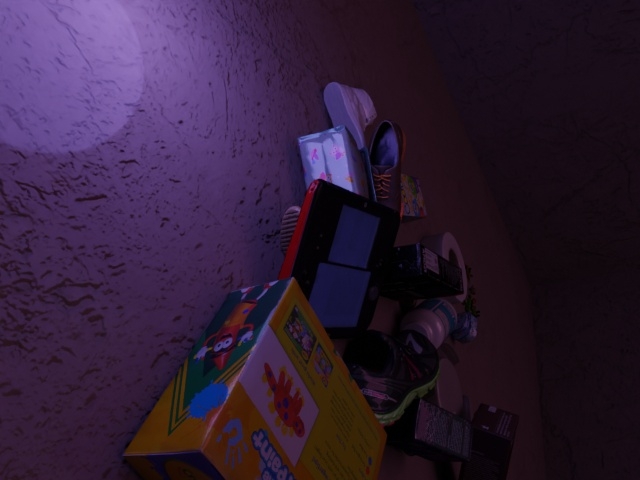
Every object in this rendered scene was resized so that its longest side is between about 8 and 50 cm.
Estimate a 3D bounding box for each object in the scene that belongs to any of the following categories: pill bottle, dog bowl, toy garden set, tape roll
[{"bbox_3d":[0.349,0.281,1.728,0.264,0.146,0.146,-14,90,-61],"label":"pill bottle"},{"bbox_3d":[0.399,0.521,1.755,0.349,0.102,0.348,32,51,-51],"label":"dog bowl"},{"bbox_3d":[0.708,0.248,2.478,0.244,0.049,0.203,62,32,-23],"label":"toy garden set"},{"bbox_3d":[0.494,0.114,2.106,0.286,0.100,0.286,34,49,-51],"label":"tape roll"}]

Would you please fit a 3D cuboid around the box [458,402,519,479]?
[{"bbox_3d":[0.536,0.756,1.718,0.191,0.143,0.381,-15,113,-61],"label":"box"}]

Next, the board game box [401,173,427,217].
[{"bbox_3d":[0.218,-0.128,1.679,0.275,0.144,0.142,-2,79,-62],"label":"board game box"}]

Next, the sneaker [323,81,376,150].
[{"bbox_3d":[0.122,-0.339,1.614,0.169,0.108,0.292,-11,86,-47],"label":"sneaker"}]

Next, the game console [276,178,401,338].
[{"bbox_3d":[0.050,0.062,1.215,0.387,0.060,0.341,14,96,-55],"label":"game console"}]

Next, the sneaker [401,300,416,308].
[{"bbox_3d":[0.297,0.142,1.802,0.071,0.066,0.188,53,38,-65],"label":"sneaker"}]

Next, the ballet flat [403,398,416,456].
[{"bbox_3d":[0.266,0.524,1.560,0.068,0.072,0.213,86,4,-71],"label":"ballet flat"}]

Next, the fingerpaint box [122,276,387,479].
[{"bbox_3d":[-0.071,0.358,0.932,0.444,0.163,0.371,61,31,-25],"label":"fingerpaint box"}]

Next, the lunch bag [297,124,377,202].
[{"bbox_3d":[0.059,-0.152,1.401,0.262,0.160,0.223,28,51,-69],"label":"lunch bag"}]

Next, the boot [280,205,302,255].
[{"bbox_3d":[0.000,0.000,1.281,0.207,0.090,0.248,-44,128,-50],"label":"boot"}]

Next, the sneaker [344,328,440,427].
[{"bbox_3d":[0.187,0.318,1.388,0.483,0.185,0.202,-19,98,-62],"label":"sneaker"}]

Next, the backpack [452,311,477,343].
[{"bbox_3d":[0.584,0.358,2.160,0.084,0.105,0.114,31,48,-23],"label":"backpack"}]

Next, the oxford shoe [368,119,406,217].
[{"bbox_3d":[0.165,-0.156,1.469,0.133,0.130,0.363,6,86,-76],"label":"oxford shoe"}]

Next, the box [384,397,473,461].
[{"bbox_3d":[0.285,0.516,1.428,0.207,0.153,0.108,29,58,-22],"label":"box"}]

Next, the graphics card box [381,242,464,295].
[{"bbox_3d":[0.253,0.104,1.547,0.371,0.233,0.094,21,64,-55],"label":"graphics card box"}]
